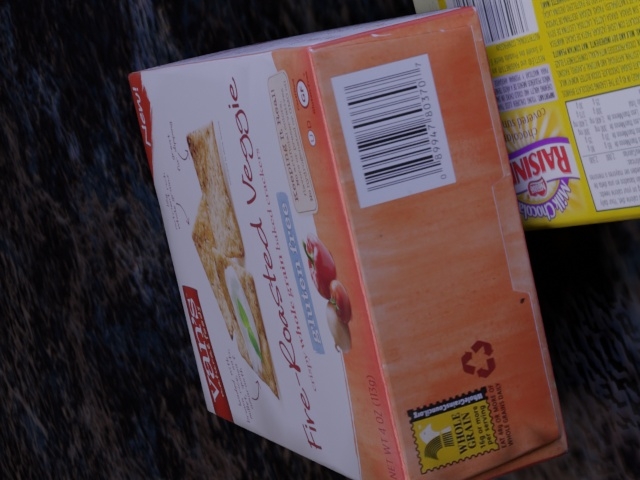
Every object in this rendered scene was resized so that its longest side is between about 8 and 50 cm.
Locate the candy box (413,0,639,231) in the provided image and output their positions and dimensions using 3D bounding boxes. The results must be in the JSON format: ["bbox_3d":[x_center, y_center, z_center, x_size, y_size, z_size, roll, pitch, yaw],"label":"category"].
[{"bbox_3d":[0.097,-0.059,0.560,0.206,0.027,0.105,-6,102,62],"label":"candy box"}]

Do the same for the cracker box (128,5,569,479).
[{"bbox_3d":[0.000,0.000,0.696,0.232,0.067,0.156,-173,68,-70],"label":"cracker box"}]
